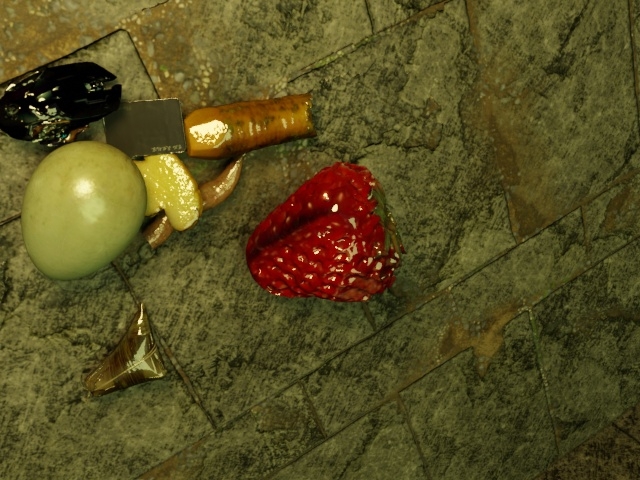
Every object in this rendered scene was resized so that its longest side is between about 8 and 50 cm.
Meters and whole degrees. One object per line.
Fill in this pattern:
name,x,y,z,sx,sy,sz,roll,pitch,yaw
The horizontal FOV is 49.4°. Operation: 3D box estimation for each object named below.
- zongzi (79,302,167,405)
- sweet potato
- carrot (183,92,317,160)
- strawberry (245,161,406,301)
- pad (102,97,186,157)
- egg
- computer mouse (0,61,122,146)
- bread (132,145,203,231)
zongzi,-0.458,0.249,1.557,0.187,0.084,0.184,-17,105,-15
sweet potato,-0.264,-0.088,1.510,0.281,0.059,0.067,-36,106,-10
carrot,-0.141,-0.242,1.475,0.302,0.114,0.114,-15,118,-22
strawberry,0.000,0.000,1.595,0.345,0.295,0.317,-16,144,17
pad,-0.354,-0.225,1.396,0.157,0.003,0.112,-6,109,-4
egg,-0.459,-0.050,1.330,0.218,0.218,0.295,24,111,-34
computer mouse,-0.477,-0.257,1.276,0.242,0.077,0.146,-30,96,-29
bread,-0.329,-0.096,1.446,0.149,0.065,0.187,-35,91,-2
